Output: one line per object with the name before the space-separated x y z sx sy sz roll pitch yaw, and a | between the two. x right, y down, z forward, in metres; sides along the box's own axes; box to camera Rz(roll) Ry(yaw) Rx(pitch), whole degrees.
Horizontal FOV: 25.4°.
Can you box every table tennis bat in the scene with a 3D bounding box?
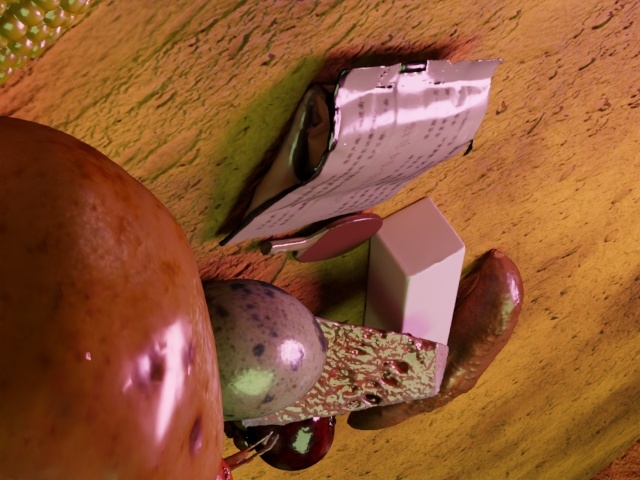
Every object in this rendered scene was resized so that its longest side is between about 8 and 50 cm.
table tennis bat | 0.000 0.000 1.453 0.156 0.013 0.087 -9 156 -45

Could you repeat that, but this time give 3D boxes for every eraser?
eraser | 0.103 0.067 1.635 0.076 0.078 0.298 -27 155 -15

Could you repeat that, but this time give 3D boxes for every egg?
egg | -0.073 0.108 1.405 0.182 0.141 0.141 5 136 -39

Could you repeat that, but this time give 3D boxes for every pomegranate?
pomegranate | -0.239 0.079 0.915 0.410 0.410 0.410 -28 155 -14

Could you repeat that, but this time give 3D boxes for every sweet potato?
sweet potato | 0.167 0.148 1.859 0.114 0.092 0.341 20 126 -31

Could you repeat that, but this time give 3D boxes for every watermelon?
watermelon | 0.035 0.128 1.566 0.241 0.094 0.154 5 131 -16

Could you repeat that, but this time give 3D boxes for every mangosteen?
mangosteen | -0.050 0.211 1.673 0.140 0.140 0.140 -28 155 -14

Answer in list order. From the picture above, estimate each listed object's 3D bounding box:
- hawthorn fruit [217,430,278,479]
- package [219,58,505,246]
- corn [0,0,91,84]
hawthorn fruit | -0.176 0.275 1.505 0.299 0.211 0.211 -20 153 -15
package | 0.039 -0.075 1.316 0.204 0.062 0.251 -10 150 -40
corn | -0.149 -0.195 0.766 0.387 0.144 0.144 -40 156 3
